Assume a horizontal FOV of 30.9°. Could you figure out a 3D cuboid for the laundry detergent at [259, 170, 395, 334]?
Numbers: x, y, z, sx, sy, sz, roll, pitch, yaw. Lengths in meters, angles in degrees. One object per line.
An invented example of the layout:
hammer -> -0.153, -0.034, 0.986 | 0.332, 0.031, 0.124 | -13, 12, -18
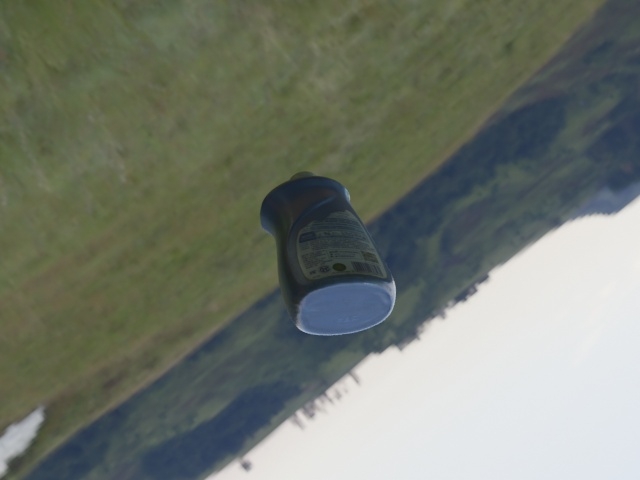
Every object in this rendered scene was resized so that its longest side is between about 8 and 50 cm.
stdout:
laundry detergent -> 0.000, -0.001, 1.049 | 0.096, 0.206, 0.061 | -8, 127, -8
